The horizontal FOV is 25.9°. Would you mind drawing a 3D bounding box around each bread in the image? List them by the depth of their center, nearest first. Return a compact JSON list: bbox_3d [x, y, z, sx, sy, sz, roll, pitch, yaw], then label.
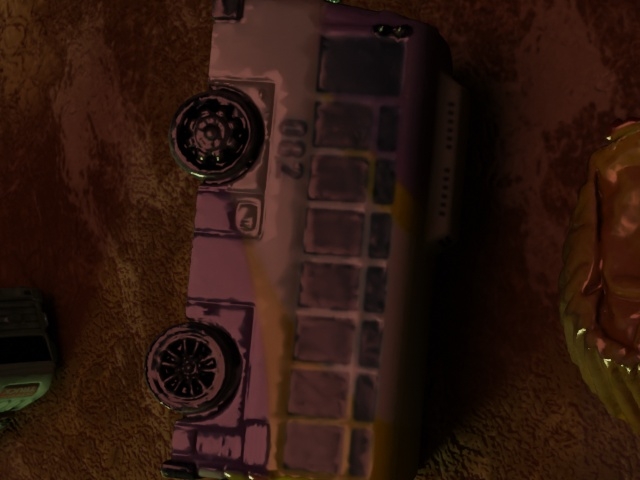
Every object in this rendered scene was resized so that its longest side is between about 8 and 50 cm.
[{"bbox_3d":[0.296,0.032,1.096,0.274,0.149,0.274,-15,68,41],"label":"bread"}]

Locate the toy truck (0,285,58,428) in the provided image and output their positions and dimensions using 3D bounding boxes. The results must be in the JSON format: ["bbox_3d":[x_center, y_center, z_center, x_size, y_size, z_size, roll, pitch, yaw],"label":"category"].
[{"bbox_3d":[-0.453,0.176,1.693,0.305,0.136,0.162,-33,70,34],"label":"toy truck"}]

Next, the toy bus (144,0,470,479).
[{"bbox_3d":[0.000,0.000,1.270,0.249,0.209,0.439,4,85,12],"label":"toy bus"}]

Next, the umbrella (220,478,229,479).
[{"bbox_3d":[-0.101,0.283,1.454,0.036,0.031,0.133,27,101,11],"label":"umbrella"}]

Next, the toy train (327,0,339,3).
[{"bbox_3d":[-0.004,-0.265,1.465,0.092,0.029,0.045,-23,61,36],"label":"toy train"}]
